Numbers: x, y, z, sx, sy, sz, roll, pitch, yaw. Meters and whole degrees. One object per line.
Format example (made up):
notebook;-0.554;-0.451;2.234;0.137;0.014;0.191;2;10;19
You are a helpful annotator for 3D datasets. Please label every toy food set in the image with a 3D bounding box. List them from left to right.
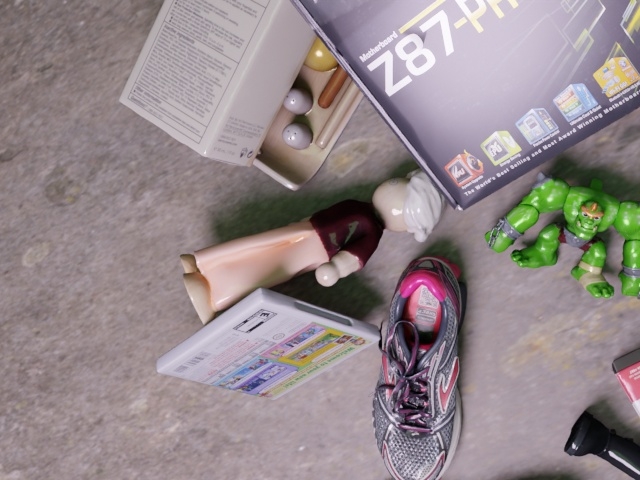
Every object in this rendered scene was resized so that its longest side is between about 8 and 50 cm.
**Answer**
toy food set;-0.040;-0.251;1.069;0.220;0.092;0.306;34;101;11

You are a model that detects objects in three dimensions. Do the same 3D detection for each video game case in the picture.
video game case;-0.066;0.136;1.030;0.212;0.193;0.023;-35;48;35

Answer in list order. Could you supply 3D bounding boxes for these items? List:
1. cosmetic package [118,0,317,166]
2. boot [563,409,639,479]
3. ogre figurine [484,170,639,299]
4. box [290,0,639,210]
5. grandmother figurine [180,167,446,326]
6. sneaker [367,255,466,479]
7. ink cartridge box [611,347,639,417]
cosmetic package;-0.099;-0.264;0.998;0.160;0.113;0.309;34;102;23
boot;0.345;0.251;0.978;0.099;0.121;0.045;35;104;18
ogre figurine;0.308;-0.011;0.988;0.197;0.097;0.118;28;119;28
box;0.205;-0.252;0.804;0.395;0.097;0.318;-31;104;32
grandmother figurine;0.000;0.000;1.026;0.342;0.208;0.104;-23;122;-4
sneaker;0.116;0.170;1.040;0.121;0.112;0.299;3;95;15
ink cartridge box;0.445;0.198;0.967;0.127;0.072;0.175;-30;85;14
